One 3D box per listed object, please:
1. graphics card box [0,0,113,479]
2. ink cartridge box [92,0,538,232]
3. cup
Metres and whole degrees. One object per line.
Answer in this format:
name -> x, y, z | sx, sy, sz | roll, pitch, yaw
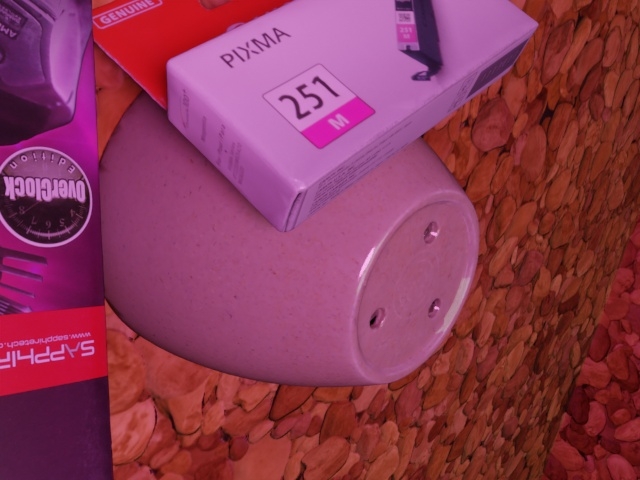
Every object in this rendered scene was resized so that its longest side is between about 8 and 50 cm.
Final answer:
graphics card box -> -0.234, -0.015, 0.305 | 0.233, 0.094, 0.370 | 1, 84, -47
ink cartridge box -> -0.005, -0.168, 0.467 | 0.275, 0.239, 0.060 | -38, 165, -29
cup -> 0.000, 0.000, 0.558 | 0.331, 0.237, 0.331 | -24, 126, -39
